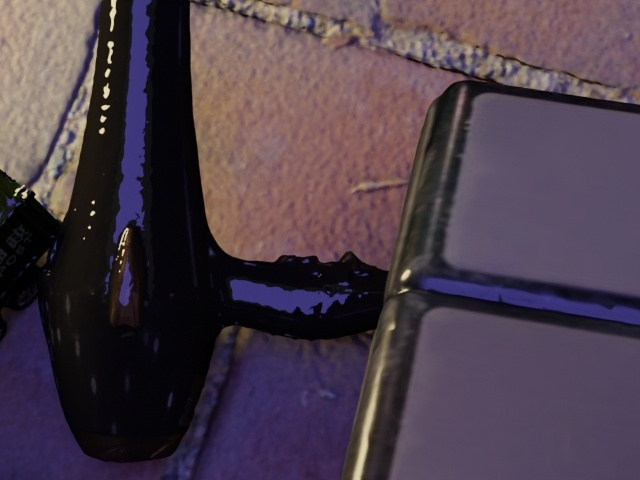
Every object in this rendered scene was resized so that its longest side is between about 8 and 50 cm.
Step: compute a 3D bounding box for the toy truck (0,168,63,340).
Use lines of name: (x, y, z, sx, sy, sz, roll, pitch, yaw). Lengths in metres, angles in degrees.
toy truck: (-0.282, 0.062, 0.854, 0.088, 0.121, 0.259, 37, 80, 16)

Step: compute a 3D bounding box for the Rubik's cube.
Rubik's cube: (0.173, 0.149, 0.630, 0.318, 0.313, 0.316, 10, 45, 9)

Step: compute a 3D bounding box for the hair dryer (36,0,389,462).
hair dryer: (0.000, 0.000, 0.854, 0.359, 0.120, 0.303, 5, 87, -5)
